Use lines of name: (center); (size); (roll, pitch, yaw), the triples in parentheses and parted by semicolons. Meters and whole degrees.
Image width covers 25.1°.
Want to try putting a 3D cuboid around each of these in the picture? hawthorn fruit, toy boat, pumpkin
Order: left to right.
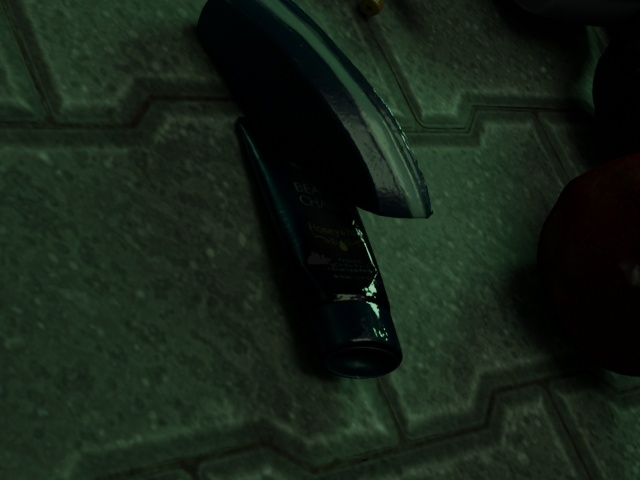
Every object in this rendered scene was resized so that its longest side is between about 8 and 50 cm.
toy boat: (-0.006, -0.125, 1.341); (0.062, 0.096, 0.299); (-22, 65, -46)
hawthorn fruit: (0.329, 0.001, 1.533); (0.210, 0.230, 0.266); (33, 17, -39)
pumpkin: (0.493, -0.170, 1.798); (0.315, 0.238, 0.315); (11, 71, -34)

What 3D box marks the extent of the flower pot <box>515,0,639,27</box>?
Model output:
flower pot: (0.340, -0.394, 1.849); (0.243, 0.265, 0.265); (-14, 71, -37)

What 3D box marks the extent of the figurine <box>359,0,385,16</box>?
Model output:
figurine: (0.100, -0.354, 1.649); (0.175, 0.116, 0.240); (52, 41, -28)

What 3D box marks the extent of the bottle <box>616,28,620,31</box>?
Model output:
bottle: (0.444, -0.404, 2.083); (0.093, 0.093, 0.330); (21, 47, -36)

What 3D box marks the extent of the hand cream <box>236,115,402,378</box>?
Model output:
hand cream: (0.000, 0.000, 1.312); (0.120, 0.061, 0.270); (12, 44, -36)
